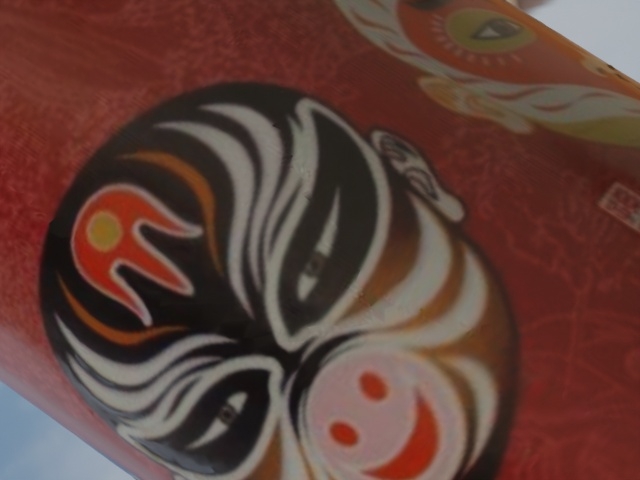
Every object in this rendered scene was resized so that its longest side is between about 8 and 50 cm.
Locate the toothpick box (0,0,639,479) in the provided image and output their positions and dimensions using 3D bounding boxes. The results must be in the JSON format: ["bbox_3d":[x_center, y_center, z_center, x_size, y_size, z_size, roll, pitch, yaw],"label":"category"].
[{"bbox_3d":[0.000,0.000,0.604,0.333,0.204,0.204,35,-138,12],"label":"toothpick box"}]
